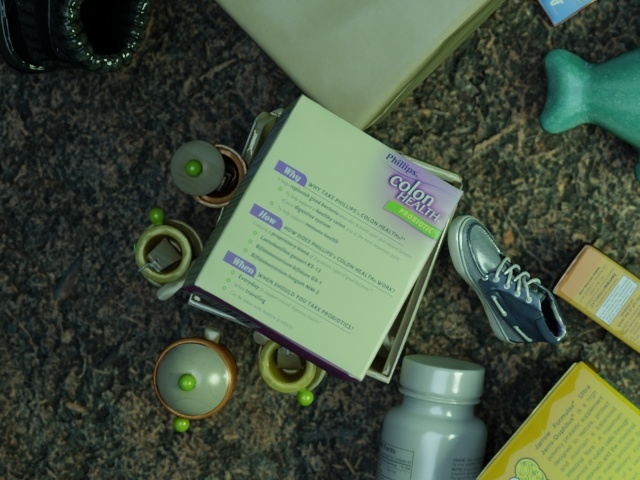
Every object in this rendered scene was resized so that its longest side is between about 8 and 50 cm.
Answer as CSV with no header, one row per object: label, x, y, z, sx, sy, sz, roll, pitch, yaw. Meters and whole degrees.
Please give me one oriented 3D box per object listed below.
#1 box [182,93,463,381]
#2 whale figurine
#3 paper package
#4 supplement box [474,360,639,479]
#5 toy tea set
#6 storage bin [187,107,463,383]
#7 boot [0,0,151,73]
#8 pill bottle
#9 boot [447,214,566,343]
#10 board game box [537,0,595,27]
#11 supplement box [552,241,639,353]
box,0.000,0.000,1.641,0.213,0.117,0.243,30,81,-9
whale figurine,0.396,-0.170,1.738,0.272,0.141,0.216,6,94,8
paper package,0.044,-0.337,1.755,0.309,0.168,0.325,-44,87,14
supplement box,0.380,0.325,1.714,0.356,0.194,0.195,41,95,13
toy tea set,-0.126,0.054,1.711,0.200,0.124,0.336,-19,90,9
storage bin,0.014,-0.001,1.812,0.262,0.123,0.260,21,96,7
boot,-0.313,-0.367,1.766,0.131,0.260,0.348,-15,99,-28
pill bottle,0.136,0.261,1.804,0.131,0.131,0.229,8,94,8
boot,0.228,0.046,1.771,0.086,0.069,0.190,-1,131,46
board game box,0.271,-0.417,1.801,0.145,0.027,0.281,-32,88,7
supplement box,0.396,0.098,1.785,0.233,0.078,0.080,34,97,6
